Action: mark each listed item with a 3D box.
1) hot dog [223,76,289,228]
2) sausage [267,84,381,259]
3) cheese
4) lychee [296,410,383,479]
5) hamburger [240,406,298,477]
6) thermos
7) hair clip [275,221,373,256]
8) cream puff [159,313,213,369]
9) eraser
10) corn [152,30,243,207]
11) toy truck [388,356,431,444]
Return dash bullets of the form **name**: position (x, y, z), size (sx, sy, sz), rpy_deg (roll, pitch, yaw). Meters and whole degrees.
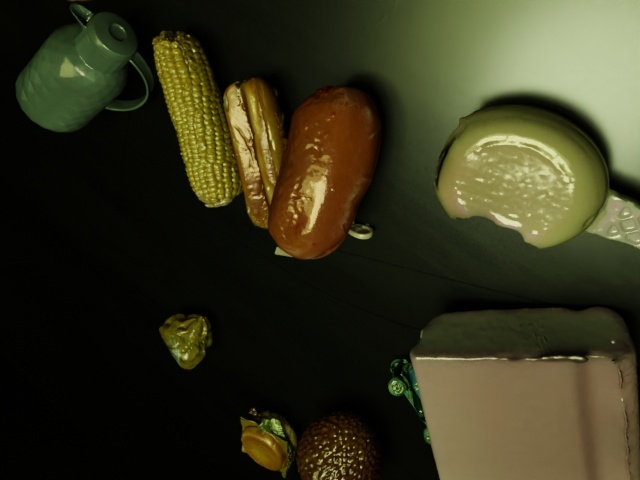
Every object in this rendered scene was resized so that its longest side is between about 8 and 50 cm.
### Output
- **hot dog**: position (-0.094, -0.131, 0.760), size (0.115, 0.072, 0.269), rpy_deg (12, 125, 30)
- **sausage**: position (0.005, -0.088, 0.658), size (0.133, 0.133, 0.258), rpy_deg (27, 110, 21)
- **cheese**: position (0.277, -0.050, 0.533), size (0.286, 0.082, 0.163), rpy_deg (30, 132, 17)
- **lychee**: position (0.041, 0.444, 0.954), size (0.194, 0.194, 0.194), rpy_deg (18, 126, 27)
- **hamburger**: position (-0.124, 0.494, 1.160), size (0.164, 0.093, 0.190), rpy_deg (29, 132, 16)
- **thermos**: position (-0.427, -0.303, 0.859), size (0.286, 0.145, 0.182), rpy_deg (-13, 141, 39)
- **hair clip**: position (0.000, 0.000, 0.800), size (0.226, 0.034, 0.072), rpy_deg (-31, 98, 44)
- **cream puff**: position (-0.321, 0.236, 1.140), size (0.146, 0.116, 0.146), rpy_deg (49, 162, 21)
- **eraser**: position (0.299, 0.276, 0.670), size (0.272, 0.122, 0.359), rpy_deg (-7, 112, 27)
- **corn**: position (-0.199, -0.201, 0.781), size (0.106, 0.106, 0.293), rpy_deg (5, 116, 34)
- **toy truck**: position (0.186, 0.276, 0.818), size (0.078, 0.080, 0.154), rpy_deg (-33, 96, 17)
